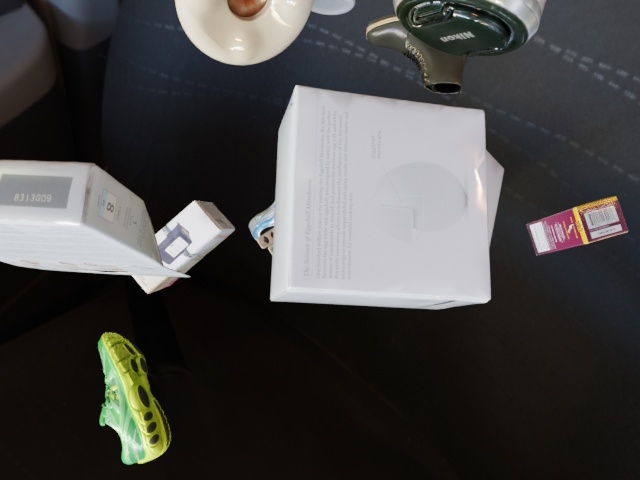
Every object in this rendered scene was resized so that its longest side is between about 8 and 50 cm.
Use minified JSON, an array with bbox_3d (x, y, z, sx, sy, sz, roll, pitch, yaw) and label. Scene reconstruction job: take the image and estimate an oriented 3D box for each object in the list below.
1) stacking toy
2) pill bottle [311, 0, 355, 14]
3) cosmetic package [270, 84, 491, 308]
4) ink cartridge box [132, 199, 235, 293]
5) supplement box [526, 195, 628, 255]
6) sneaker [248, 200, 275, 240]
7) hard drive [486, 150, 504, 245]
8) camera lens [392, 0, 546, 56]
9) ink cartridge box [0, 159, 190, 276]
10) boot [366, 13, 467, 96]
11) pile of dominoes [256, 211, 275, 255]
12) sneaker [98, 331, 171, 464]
[{"bbox_3d":[-0.259,-0.711,1.436,0.350,0.351,0.480,-23,50,-15],"label":"stacking toy"},{"bbox_3d":[0.029,-0.773,1.507,0.153,0.153,0.265,5,90,0],"label":"pill bottle"},{"bbox_3d":[0.062,-0.039,0.650,0.224,0.138,0.224,5,78,-14],"label":"cosmetic package"},{"bbox_3d":[-0.344,0.012,1.376,0.237,0.172,0.100,-40,90,3],"label":"ink cartridge box"},{"bbox_3d":[0.555,-0.028,1.210,0.104,0.188,0.081,-14,83,-12],"label":"supplement box"},{"bbox_3d":[-0.093,-0.081,1.468,0.237,0.085,0.086,-44,72,21],"label":"sneaker"},{"bbox_3d":[0.366,-0.072,1.345,0.040,0.203,0.308,2,72,43],"label":"hard drive"},{"bbox_3d":[0.243,-0.435,0.827,0.219,0.219,0.274,17,91,7],"label":"camera lens"},{"bbox_3d":[-0.404,-0.019,0.861,0.308,0.385,0.091,2,77,8],"label":"ink cartridge box"},{"bbox_3d":[0.176,-0.340,1.024,0.197,0.077,0.137,6,74,13],"label":"boot"},{"bbox_3d":[0.000,0.000,1.301,0.251,0.040,0.196,39,70,-10],"label":"pile of dominoes"},{"bbox_3d":[-0.417,0.323,1.152,0.123,0.109,0.296,-32,64,6],"label":"sneaker"}]
